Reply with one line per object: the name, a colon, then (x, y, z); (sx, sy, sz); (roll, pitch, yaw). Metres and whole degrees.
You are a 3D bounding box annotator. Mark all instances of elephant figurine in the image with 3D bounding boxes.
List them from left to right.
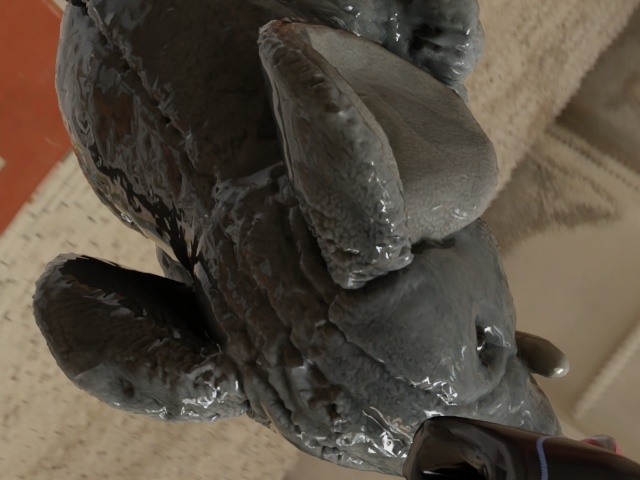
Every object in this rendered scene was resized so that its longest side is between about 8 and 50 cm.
elephant figurine: (0.000, 0.000, 0.514); (0.186, 0.169, 0.239); (-4, -145, -7)

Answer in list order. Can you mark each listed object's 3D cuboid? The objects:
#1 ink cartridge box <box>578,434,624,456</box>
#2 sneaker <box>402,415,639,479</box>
ink cartridge box: (0.091, 0.281, 0.871); (0.279, 0.384, 0.160); (-20, -127, 17)
sneaker: (0.029, 0.135, 0.345); (0.090, 0.081, 0.232); (21, -135, 6)
